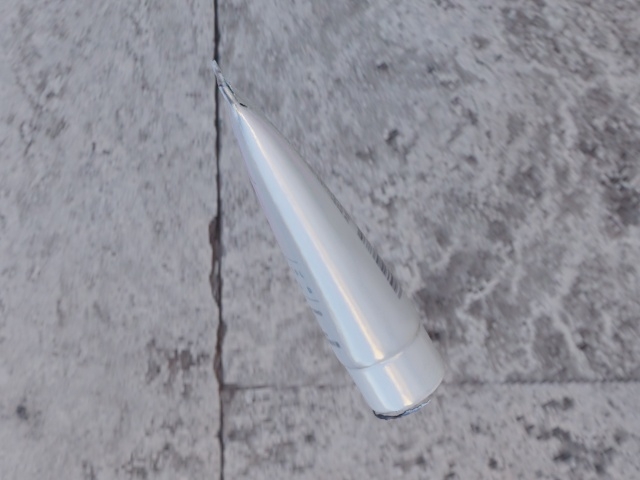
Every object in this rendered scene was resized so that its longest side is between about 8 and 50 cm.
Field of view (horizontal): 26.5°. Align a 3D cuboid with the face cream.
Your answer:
[{"bbox_3d":[0.000,0.000,0.830,0.058,0.092,0.244,-31,108,0],"label":"face cream"}]
